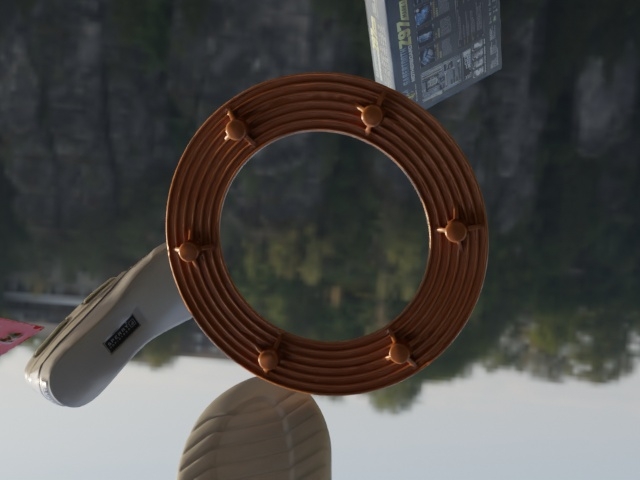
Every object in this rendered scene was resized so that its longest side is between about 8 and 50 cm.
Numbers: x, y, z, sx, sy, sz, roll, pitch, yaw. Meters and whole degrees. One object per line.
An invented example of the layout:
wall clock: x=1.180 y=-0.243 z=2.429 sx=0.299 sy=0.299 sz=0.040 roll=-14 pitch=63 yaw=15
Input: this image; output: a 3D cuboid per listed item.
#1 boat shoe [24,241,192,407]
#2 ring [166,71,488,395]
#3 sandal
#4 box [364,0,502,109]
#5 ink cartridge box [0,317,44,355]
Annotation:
boat shoe: x=-0.226 y=0.085 z=1.517 sx=0.088 sy=0.267 sz=0.096 roll=12 pitch=142 yaw=48
ring: x=0.000 y=0.000 z=1.331 sx=0.336 sy=0.337 sz=0.032 roll=5 pitch=-167 yaw=13
sandal: x=-0.045 y=0.299 z=1.316 sx=0.169 sy=0.102 sz=0.416 roll=-19 pitch=-143 yaw=0
box: x=0.157 y=-0.294 z=1.808 sx=0.183 sy=0.233 sz=0.059 roll=-30 pitch=-130 yaw=-15
ink cartridge box: x=-0.399 y=0.150 z=1.276 sx=0.232 sy=0.066 sz=0.189 roll=-27 pitch=161 yaw=16
